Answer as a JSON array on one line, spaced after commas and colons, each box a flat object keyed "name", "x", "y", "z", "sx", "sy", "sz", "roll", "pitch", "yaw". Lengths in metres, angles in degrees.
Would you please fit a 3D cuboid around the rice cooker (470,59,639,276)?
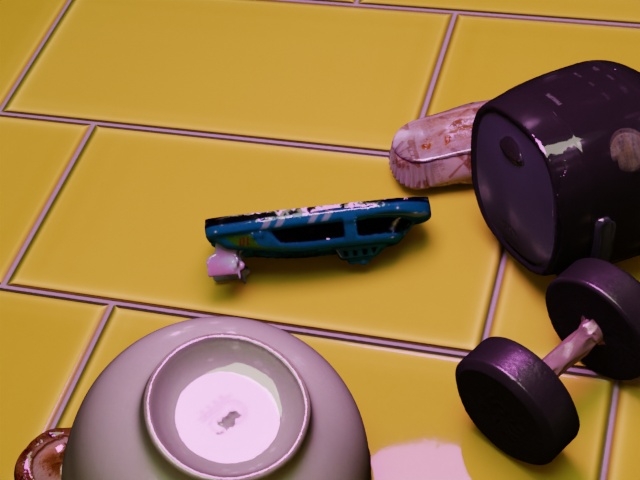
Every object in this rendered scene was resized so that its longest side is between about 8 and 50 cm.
[{"name": "rice cooker", "x": 0.331, "y": -0.089, "z": 1.582, "sx": 0.224, "sy": 0.267, "sz": 0.267, "roll": -19, "pitch": 47, "yaw": -19}]

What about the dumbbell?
[{"name": "dumbbell", "x": 0.277, "y": 0.136, "z": 1.447, "sx": 0.218, "sy": 0.152, "sz": 0.152, "roll": -38, "pitch": 53, "yaw": -23}]

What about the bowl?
[{"name": "bowl", "x": -0.106, "y": 0.219, "z": 1.358, "sx": 0.353, "sy": 0.185, "sz": 0.354, "roll": 4, "pitch": 56, "yaw": -6}]

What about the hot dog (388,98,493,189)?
[{"name": "hot dog", "x": 0.226, "y": -0.141, "z": 1.762, "sx": 0.268, "sy": 0.075, "sz": 0.144, "roll": -11, "pitch": 43, "yaw": 4}]

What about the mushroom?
[{"name": "mushroom", "x": -0.298, "y": 0.272, "z": 1.462, "sx": 0.127, "sy": 0.087, "sz": 0.127, "roll": -2, "pitch": 43, "yaw": 2}]

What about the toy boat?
[{"name": "toy boat", "x": 0.000, "y": 0.000, "z": 1.662, "sx": 0.298, "sy": 0.134, "sz": 0.092, "roll": -6, "pitch": 84, "yaw": 2}]
